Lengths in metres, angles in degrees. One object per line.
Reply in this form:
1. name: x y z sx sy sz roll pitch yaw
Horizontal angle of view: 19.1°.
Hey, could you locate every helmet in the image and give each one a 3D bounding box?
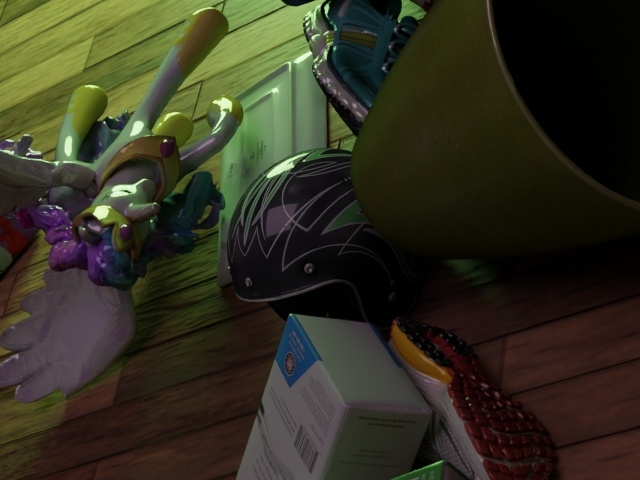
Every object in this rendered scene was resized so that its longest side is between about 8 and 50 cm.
1. helmet: 0.000 0.000 1.678 0.169 0.161 0.169 -31 38 28

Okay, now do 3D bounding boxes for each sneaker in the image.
1. sneaker: 0.107 0.152 1.495 0.092 0.088 0.225 -64 30 17
2. sneaker: 0.054 -0.173 1.847 0.110 0.107 0.275 -31 37 12

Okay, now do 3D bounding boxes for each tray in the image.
1. tray: -0.056 -0.085 1.949 0.145 0.030 0.270 -32 37 27

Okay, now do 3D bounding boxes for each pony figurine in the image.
1. pony figurine: -0.240 -0.045 1.925 0.351 0.303 0.363 -27 24 33

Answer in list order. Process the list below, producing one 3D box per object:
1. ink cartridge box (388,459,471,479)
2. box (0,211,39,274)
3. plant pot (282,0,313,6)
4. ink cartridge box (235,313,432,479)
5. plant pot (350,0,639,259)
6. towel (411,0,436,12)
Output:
1. ink cartridge box: 0.049 0.257 1.379 0.208 0.153 0.087 -24 41 32
2. box: -0.494 -0.028 2.166 0.201 0.293 0.057 -49 30 2
3. plant pot: -0.012 -0.381 1.930 0.236 0.212 0.236 -27 52 -37
4. ink cartridge box: 0.002 0.175 1.508 0.139 0.082 0.190 -123 45 -55
5. plant pot: 0.161 -0.096 1.534 0.293 0.275 0.274 -33 34 52
6. towel: 0.091 -0.324 1.755 0.037 0.329 0.237 -38 29 56
